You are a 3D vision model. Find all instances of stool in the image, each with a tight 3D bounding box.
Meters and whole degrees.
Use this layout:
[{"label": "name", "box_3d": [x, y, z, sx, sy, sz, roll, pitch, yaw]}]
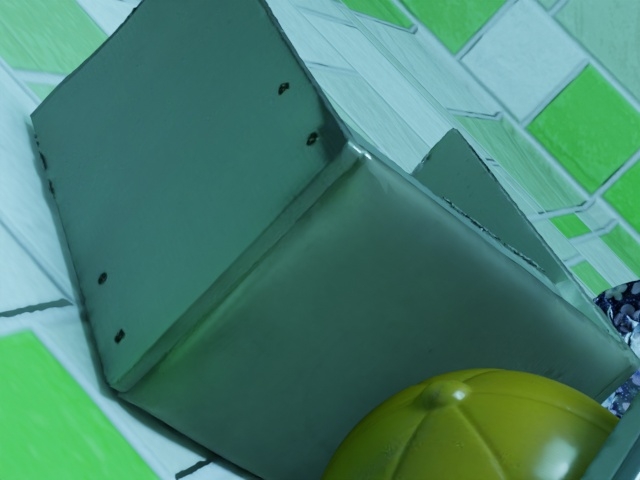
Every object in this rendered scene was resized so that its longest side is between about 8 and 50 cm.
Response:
[{"label": "stool", "box_3d": [0.000, 0.000, 0.859, 0.244, 0.170, 0.269, 35, 17, -37]}]

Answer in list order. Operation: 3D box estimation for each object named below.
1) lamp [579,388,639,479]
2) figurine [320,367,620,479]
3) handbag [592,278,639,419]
[{"label": "lamp", "box_3d": [0.171, 0.192, 0.607, 0.269, 0.047, 0.266, -47, 114, -38]}, {"label": "figurine", "box_3d": [0.110, 0.169, 0.701, 0.257, 0.167, 0.192, 43, 1, -16]}, {"label": "handbag", "box_3d": [0.263, 0.159, 1.125, 0.229, 0.127, 0.208, 38, 57, -15]}]
